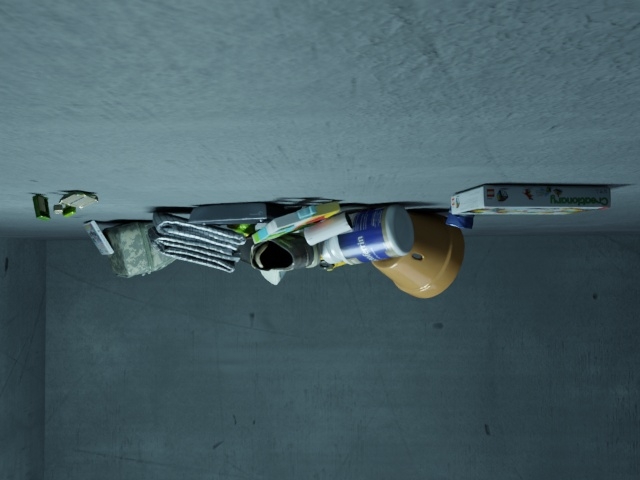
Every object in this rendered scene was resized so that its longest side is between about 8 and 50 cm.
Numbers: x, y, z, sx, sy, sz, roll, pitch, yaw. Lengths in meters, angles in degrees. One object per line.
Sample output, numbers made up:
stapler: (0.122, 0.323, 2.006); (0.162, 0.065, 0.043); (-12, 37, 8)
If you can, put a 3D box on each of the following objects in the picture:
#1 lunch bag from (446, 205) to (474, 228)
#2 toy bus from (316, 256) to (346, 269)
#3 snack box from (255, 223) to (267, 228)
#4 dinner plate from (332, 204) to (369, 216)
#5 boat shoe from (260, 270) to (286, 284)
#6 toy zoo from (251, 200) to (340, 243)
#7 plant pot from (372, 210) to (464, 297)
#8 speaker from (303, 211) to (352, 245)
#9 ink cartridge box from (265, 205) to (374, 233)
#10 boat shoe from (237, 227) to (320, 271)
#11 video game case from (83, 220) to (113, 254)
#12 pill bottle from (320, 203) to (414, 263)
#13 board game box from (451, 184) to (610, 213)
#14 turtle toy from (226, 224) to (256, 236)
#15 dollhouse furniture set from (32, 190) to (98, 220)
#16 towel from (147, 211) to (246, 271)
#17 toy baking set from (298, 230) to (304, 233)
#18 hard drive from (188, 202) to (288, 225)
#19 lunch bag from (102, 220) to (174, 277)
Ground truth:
lunch bag: (0.422, -0.073, 1.799); (0.067, 0.065, 0.098); (16, -173, 29)
toy bus: (0.054, 0.009, 2.296); (0.211, 0.149, 0.220); (-9, 147, 36)
snack box: (-0.172, -0.062, 2.292); (0.141, 0.037, 0.100); (1, 179, -35)
dinner plate: (0.074, -0.089, 1.767); (0.141, 0.017, 0.141); (-8, 177, 0)
boat shoe: (-0.140, 0.053, 2.091); (0.116, 0.099, 0.319); (40, 154, 8)
toy zoo: (-0.067, -0.053, 1.679); (0.192, 0.030, 0.293); (-17, 177, -23)
plant pot: (0.296, 0.025, 1.975); (0.203, 0.291, 0.291); (21, 166, -34)
speaker: (0.023, -0.035, 1.727); (0.136, 0.055, 0.055); (-22, 171, 16)
ink cartridge box: (0.014, -0.072, 1.997); (0.308, 0.091, 0.385); (1, 161, -22)
boat shoe: (-0.158, 0.028, 1.868); (0.355, 0.132, 0.130); (-3, -173, 45)
video game case: (-0.869, -0.010, 2.339); (0.019, 0.143, 0.157); (-35, -164, -28)
pill bottle: (0.132, -0.011, 1.788); (0.264, 0.153, 0.153); (-12, 172, 34)
board game box: (0.489, -0.093, 1.417); (0.305, 0.053, 0.193); (0, 178, -8)
turtle toy: (-0.264, -0.057, 2.035); (0.095, 0.066, 0.130); (28, 167, -26)
dollhouse furniture set: (-0.609, -0.101, 1.425); (0.151, 0.059, 0.076); (-21, 163, 18)
towel: (-0.395, 0.002, 1.893); (0.283, 0.121, 0.235); (15, -178, -20)
toy baking set: (-0.003, -0.002, 2.013); (0.256, 0.030, 0.196); (-16, 161, 29)
hard drive: (-0.237, -0.074, 1.748); (0.254, 0.054, 0.172); (-2, 178, 22)
lunch bag: (-0.695, 0.020, 2.380); (0.256, 0.213, 0.305); (-18, -172, -31)
